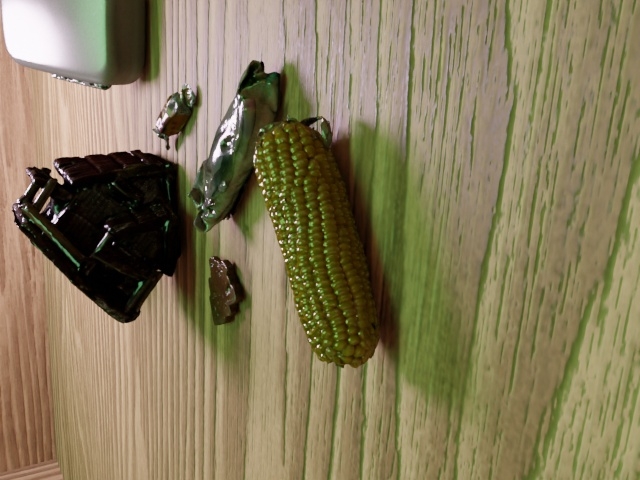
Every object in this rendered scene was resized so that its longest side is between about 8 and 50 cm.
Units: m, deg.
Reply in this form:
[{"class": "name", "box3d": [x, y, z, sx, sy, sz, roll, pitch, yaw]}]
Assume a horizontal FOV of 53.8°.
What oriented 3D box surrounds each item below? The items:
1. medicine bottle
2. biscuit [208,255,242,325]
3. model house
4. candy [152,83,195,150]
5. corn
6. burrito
[{"class": "medicine bottle", "box3d": [-0.538, -0.480, 1.357, 0.375, 0.123, 0.282, 18, 113, 28]}, {"class": "biscuit", "box3d": [-0.164, 0.090, 1.067, 0.119, 0.019, 0.130, 50, 135, 42]}, {"class": "model house", "box3d": [-0.398, -0.060, 1.221, 0.282, 0.297, 0.317, -48, 32, -6]}, {"class": "candy", "box3d": [-0.274, -0.227, 1.163, 0.182, 0.046, 0.053, -42, 62, 51]}, {"class": "corn", "box3d": [0.000, 0.000, 0.712, 0.106, 0.106, 0.293, -35, 69, 56]}, {"class": "burrito", "box3d": [-0.128, -0.124, 0.924, 0.309, 0.066, 0.096, -55, 47, 44]}]
